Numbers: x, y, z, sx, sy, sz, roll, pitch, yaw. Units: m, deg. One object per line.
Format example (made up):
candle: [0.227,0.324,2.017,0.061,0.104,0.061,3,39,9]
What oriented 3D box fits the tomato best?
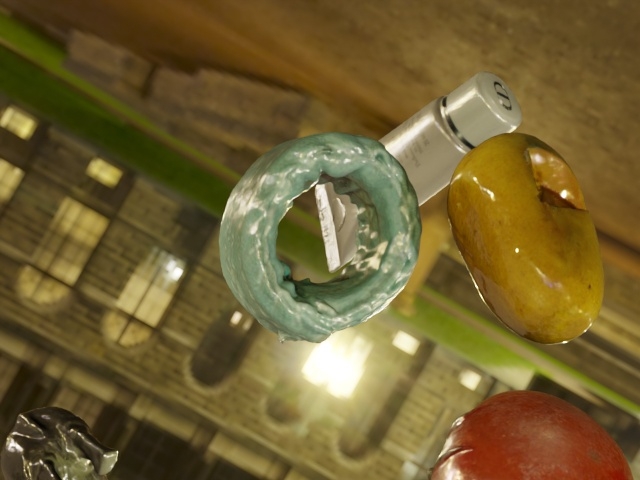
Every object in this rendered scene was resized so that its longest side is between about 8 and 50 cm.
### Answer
tomato: [0.236,0.305,1.581,0.265,0.264,0.265,30,179,1]

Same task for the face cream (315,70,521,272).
face cream: [0.106,-0.092,1.730,0.089,0.314,0.143,25,-138,-41]

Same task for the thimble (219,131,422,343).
thimble: [0.000,0.000,1.492,0.198,0.235,0.143,20,176,-15]

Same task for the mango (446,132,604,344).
mango: [0.208,0.000,1.391,0.167,0.130,0.262,90,168,-45]

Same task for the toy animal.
toy animal: [-0.291,0.329,1.656,0.168,0.106,0.343,40,150,25]
